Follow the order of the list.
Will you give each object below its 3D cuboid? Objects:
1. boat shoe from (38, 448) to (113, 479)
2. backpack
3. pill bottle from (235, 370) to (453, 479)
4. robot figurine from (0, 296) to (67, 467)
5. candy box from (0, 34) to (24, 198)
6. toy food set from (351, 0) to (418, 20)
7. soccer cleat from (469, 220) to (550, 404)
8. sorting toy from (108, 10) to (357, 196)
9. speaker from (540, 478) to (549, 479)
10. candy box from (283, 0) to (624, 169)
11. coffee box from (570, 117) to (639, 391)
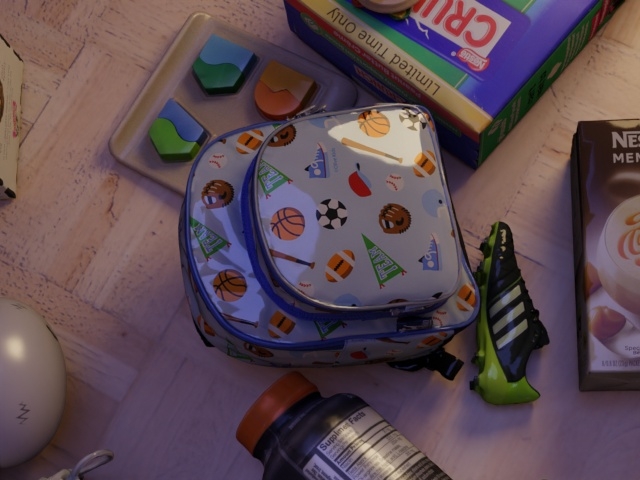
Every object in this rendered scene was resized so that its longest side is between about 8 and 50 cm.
[{"bbox_3d":[-0.232,0.268,1.202,0.367,0.136,0.157,16,76,9],"label":"boat shoe"},{"bbox_3d":[0.000,0.000,1.202,0.263,0.213,0.277,-10,71,-6],"label":"backpack"},{"bbox_3d":[0.036,0.229,1.181,0.245,0.130,0.130,41,82,17],"label":"pill bottle"},{"bbox_3d":[-0.382,0.138,1.225,0.278,0.209,0.174,-3,64,-11],"label":"robot figurine"},{"bbox_3d":[-0.371,-0.148,1.317,0.070,0.196,0.165,-4,72,7],"label":"candy box"},{"bbox_3d":[0.067,-0.257,1.260,0.083,0.020,0.083,32,81,18],"label":"toy food set"},{"bbox_3d":[0.184,0.071,1.254,0.072,0.060,0.179,4,79,-1],"label":"soccer cleat"},{"bbox_3d":[-0.094,-0.129,1.358,0.208,0.038,0.193,28,78,15],"label":"sorting toy"},{"bbox_3d":[0.222,0.339,1.007,0.131,0.131,0.296,-34,72,-4],"label":"speaker"},{"bbox_3d":[0.159,-0.277,1.328,0.268,0.122,0.317,39,83,16],"label":"candy box"},{"bbox_3d":[0.313,0.014,1.228,0.141,0.098,0.247,-2,72,7],"label":"coffee box"}]
